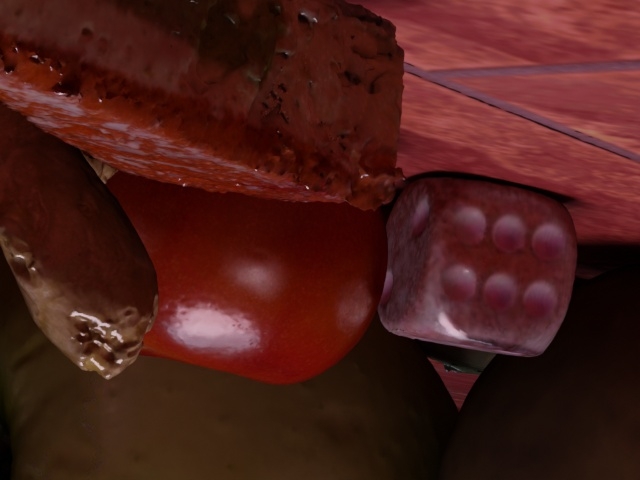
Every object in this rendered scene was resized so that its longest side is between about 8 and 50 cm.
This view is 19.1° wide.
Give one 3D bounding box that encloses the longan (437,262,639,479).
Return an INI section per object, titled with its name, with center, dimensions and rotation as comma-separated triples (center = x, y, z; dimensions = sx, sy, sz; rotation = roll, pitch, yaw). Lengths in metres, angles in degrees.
[longan]
center = 0.232, 0.163, 1.256
dimensions = 0.319, 0.318, 0.319
rotation = 10, 173, 1

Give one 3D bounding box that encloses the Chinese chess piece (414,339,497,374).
[Chinese chess piece]
center = 0.163, 0.080, 1.518
dimensions = 0.188, 0.083, 0.188
rotation = 18, 176, 1

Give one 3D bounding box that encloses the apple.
[apple]
center = -0.103, 0.198, 1.420
dimensions = 0.474, 0.473, 0.473
rotation = 10, 173, 1

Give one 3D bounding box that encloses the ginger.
[ginger]
center = -0.111, -0.034, 0.765
dimensions = 0.059, 0.214, 0.133
rotation = -34, 157, 4

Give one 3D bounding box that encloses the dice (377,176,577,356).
[dice]
center = 0.089, 0.017, 1.101
dimensions = 0.093, 0.094, 0.091
rotation = 11, 172, -17

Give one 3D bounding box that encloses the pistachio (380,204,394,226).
[pistachio]
center = 0.066, 0.003, 1.196
dimensions = 0.089, 0.049, 0.173
rotation = 36, -157, 35

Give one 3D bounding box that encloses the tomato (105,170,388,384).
[tomato]
center = -0.059, -0.002, 0.985
dimensions = 0.195, 0.136, 0.195
rotation = 12, 174, 1

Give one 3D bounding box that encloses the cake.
[cake]
center = -0.071, -0.070, 0.649
dimensions = 0.117, 0.086, 0.220
rotation = 2, 171, 37
